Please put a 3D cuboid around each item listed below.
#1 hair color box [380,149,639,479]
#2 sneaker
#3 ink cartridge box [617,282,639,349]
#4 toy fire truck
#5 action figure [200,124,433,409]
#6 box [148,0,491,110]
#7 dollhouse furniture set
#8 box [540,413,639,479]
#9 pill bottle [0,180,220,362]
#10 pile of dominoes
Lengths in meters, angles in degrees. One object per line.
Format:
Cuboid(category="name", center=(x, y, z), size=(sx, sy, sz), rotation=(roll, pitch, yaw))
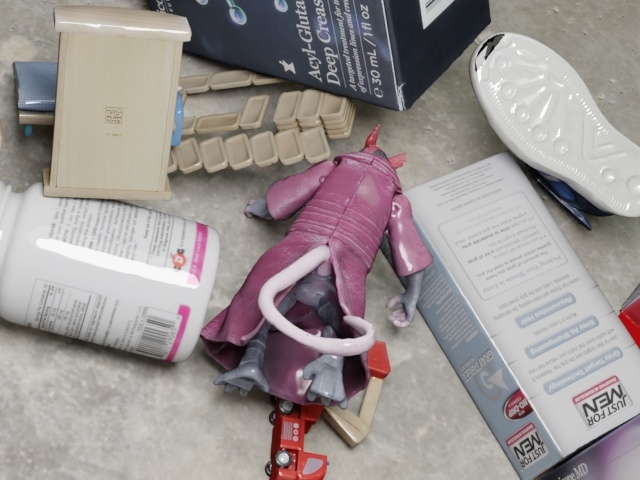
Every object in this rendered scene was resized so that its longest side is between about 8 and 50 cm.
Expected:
Cuboid(category="hair color box", center=(0.245, 0.089, 1.553), size=(0.185, 0.113, 0.374), rotation=(-22, 72, -28))
Cuboid(category="sneaker", center=(0.288, -0.149, 1.637), size=(0.323, 0.236, 0.130), rotation=(38, 89, -16))
Cuboid(category="ink cartridge box", center=(0.569, 0.134, 1.636), size=(0.309, 0.130, 0.272), rotation=(43, 59, 5))
Cuboid(category="toy fire truck", center=(0.011, 0.203, 1.446), size=(0.135, 0.047, 0.192), rotation=(11, 60, -14))
Cuboid(category="action figure", center=(0.000, 0.000, 1.400), size=(0.248, 0.275, 0.370), rotation=(21, 63, 9))
Cuboid(category="box", center=(-0.025, -0.369, 1.493), size=(0.395, 0.293, 0.212), rotation=(20, 51, 33))
Cuboid(category="dollhouse furniture set", center=(-0.290, -0.205, 1.392), size=(0.286, 0.198, 0.303), rotation=(2, 29, -16))
Cuboid(category="box", center=(0.438, 0.327, 1.390), size=(0.183, 0.296, 0.294), rotation=(-17, 69, -26))
Cuboid(category="pill bottle", center=(-0.266, 0.027, 1.373), size=(0.283, 0.160, 0.160), rotation=(16, 59, -12))
Cuboid(category="pile of dominoes", center=(-0.086, -0.140, 1.522), size=(0.251, 0.040, 0.196), rotation=(-5, 43, 17))
